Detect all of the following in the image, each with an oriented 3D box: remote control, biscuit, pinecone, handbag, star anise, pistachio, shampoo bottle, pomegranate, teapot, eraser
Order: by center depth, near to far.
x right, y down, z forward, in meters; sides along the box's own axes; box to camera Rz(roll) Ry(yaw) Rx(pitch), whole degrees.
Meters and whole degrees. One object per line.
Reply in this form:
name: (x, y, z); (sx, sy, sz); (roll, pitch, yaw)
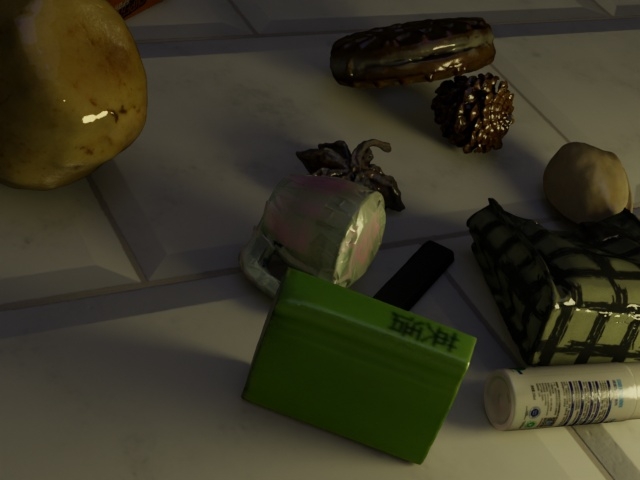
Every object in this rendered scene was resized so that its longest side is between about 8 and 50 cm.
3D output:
eraser: (0.045, 0.167, 1.535); (0.274, 0.210, 0.092); (22, 38, 4)
shampoo bottle: (0.394, 0.225, 1.684); (0.303, 0.092, 0.092); (-2, 41, -21)
pomegranate: (-0.437, -0.240, 1.765); (0.333, 0.332, 0.332); (10, 38, -8)
teapot: (-0.013, 0.002, 1.778); (0.178, 0.221, 0.163); (23, 6, 20)
remote control: (0.143, 0.067, 1.843); (0.063, 0.025, 0.245); (26, 38, 18)
handbag: (0.435, 0.069, 1.851); (0.325, 0.162, 0.327); (6, 31, -20)
star anise: (0.057, -0.116, 1.986); (0.209, 0.089, 0.231); (19, 49, -9)
pistachio: (0.495, -0.093, 2.097); (0.152, 0.126, 0.223); (-28, 47, 4)
pinecone: (0.290, -0.248, 2.184); (0.174, 0.173, 0.173); (10, 38, -8)
biscuit: (0.180, -0.369, 2.235); (0.332, 0.103, 0.332); (-9, 15, 2)

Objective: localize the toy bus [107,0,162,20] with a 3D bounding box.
toy bus: (-0.432, -0.471, 2.243); (0.092, 0.093, 0.409); (34, 41, 11)
